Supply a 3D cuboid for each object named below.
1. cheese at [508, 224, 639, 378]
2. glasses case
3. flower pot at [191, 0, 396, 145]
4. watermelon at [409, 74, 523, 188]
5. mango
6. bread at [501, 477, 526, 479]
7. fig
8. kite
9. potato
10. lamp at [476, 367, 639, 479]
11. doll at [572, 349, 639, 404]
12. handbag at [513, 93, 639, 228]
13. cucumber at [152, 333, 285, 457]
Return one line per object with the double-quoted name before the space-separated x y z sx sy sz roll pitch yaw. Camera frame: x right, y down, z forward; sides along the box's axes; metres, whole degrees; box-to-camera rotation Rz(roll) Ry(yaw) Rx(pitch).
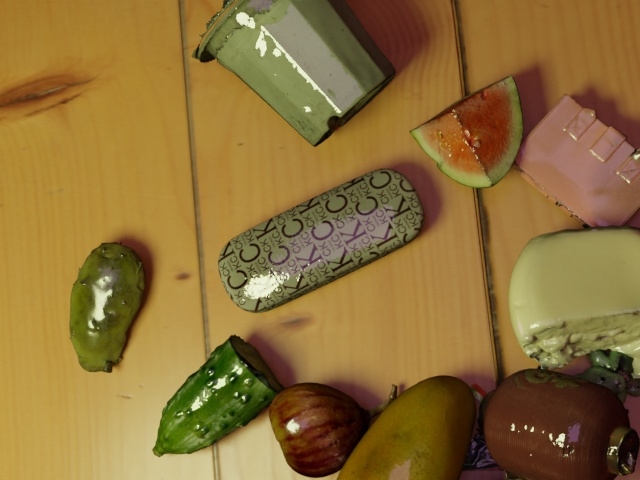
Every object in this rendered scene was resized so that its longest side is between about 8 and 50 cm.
"cheese" 0.423 0.092 1.850 0.266 0.127 0.233 -6 61 6
"glasses case" 0.000 0.000 1.981 0.355 0.085 0.137 -25 77 4
"flower pot" -0.025 -0.307 1.967 0.290 0.290 0.259 -43 90 1
"watermelon" 0.254 -0.162 1.952 0.193 0.137 0.145 -30 92 21
"mango" 0.137 0.344 1.847 0.173 0.211 0.317 28 75 13
"bread" 0.295 0.434 1.831 0.261 0.160 0.147 -6 74 14
"fig" 0.010 0.303 1.907 0.202 0.148 0.149 16 125 -14
"kite" 0.299 0.304 1.922 0.241 0.014 0.183 -43 77 2
"potato" -0.362 0.112 2.022 0.117 0.090 0.225 13 90 5
"lamp" 0.362 0.283 1.806 0.258 0.180 0.180 12 82 39
"doll" 0.467 0.201 1.885 0.115 0.077 0.150 40 78 2
"handbag" 0.433 -0.119 1.944 0.212 0.059 0.157 40 90 11
"cucumber" -0.185 0.271 1.956 0.244 0.134 0.134 -43 77 8
